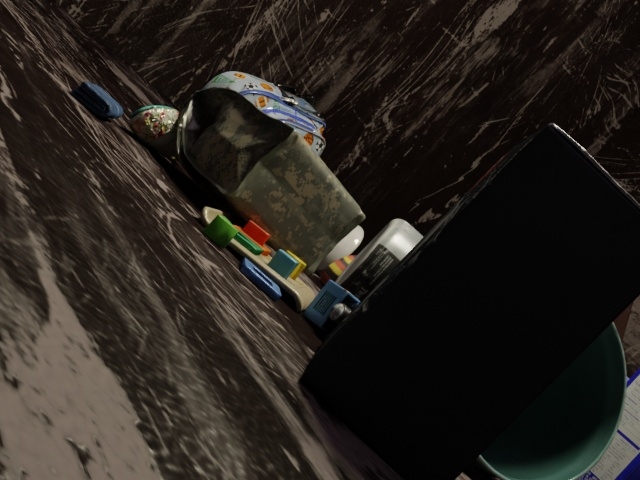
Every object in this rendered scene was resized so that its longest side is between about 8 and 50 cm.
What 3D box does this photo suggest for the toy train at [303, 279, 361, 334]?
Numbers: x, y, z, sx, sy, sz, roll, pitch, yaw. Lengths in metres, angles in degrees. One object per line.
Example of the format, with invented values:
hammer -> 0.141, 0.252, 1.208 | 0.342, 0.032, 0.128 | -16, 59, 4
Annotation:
toy train -> 0.065, 0.133, 1.351 | 0.184, 0.080, 0.105 | 40, -2, -34

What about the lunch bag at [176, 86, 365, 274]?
lunch bag -> -0.104, -0.110, 1.599 | 0.287, 0.169, 0.235 | 40, -7, 48

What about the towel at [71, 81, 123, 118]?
towel -> -0.338, -0.212, 1.485 | 0.067, 0.029, 0.119 | 42, 2, -6

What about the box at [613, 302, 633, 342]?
box -> 0.443, 0.237, 1.762 | 0.143, 0.381, 0.191 | 10, -15, 31

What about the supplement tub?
supplement tub -> 0.201, 0.138, 1.824 | 0.338, 0.207, 0.207 | 43, 3, -2

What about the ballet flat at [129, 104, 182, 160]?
ballet flat -> -0.254, -0.177, 1.665 | 0.077, 0.091, 0.241 | 65, 9, 5

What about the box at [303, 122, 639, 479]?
box -> 0.170, 0.066, 1.058 | 0.179, 0.343, 0.312 | 44, 2, 2

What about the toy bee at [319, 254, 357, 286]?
toy bee -> 0.134, 0.095, 2.038 | 0.195, 0.162, 0.298 | 42, 2, 28

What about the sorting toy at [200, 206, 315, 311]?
sorting toy -> -0.078, 0.018, 1.405 | 0.196, 0.047, 0.348 | 43, 2, 5

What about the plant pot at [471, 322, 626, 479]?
plant pot -> 0.260, 0.196, 1.395 | 0.293, 0.293, 0.196 | 42, -21, -17

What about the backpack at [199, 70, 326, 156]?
backpack -> -0.143, -0.196, 1.922 | 0.263, 0.276, 0.213 | 24, 12, -37

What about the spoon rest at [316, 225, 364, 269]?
spoon rest -> 0.000, 0.000, 2.147 | 0.084, 0.137, 0.276 | 54, -16, -29

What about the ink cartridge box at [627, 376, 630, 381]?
ink cartridge box -> 0.481, 0.338, 1.995 | 0.151, 0.270, 0.395 | 39, 2, 5

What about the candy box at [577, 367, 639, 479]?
candy box -> 0.502, 0.358, 1.499 | 0.268, 0.317, 0.122 | 40, 3, -41
